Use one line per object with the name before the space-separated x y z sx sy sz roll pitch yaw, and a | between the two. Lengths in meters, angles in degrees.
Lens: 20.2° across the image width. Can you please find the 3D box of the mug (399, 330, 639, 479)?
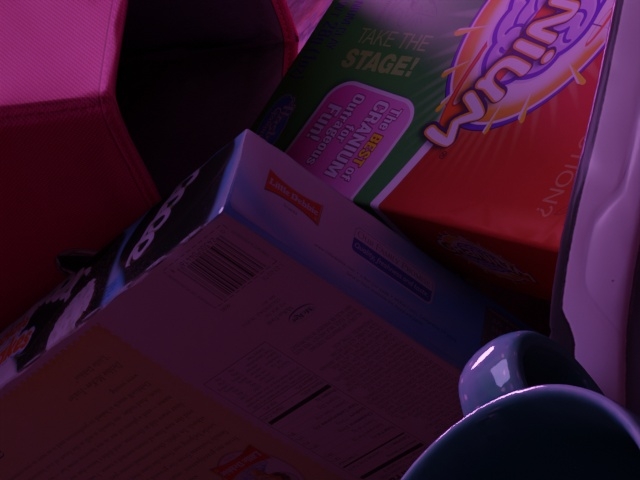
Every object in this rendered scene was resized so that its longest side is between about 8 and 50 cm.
mug | 0.084 0.107 0.510 0.129 0.097 0.158 -5 58 55

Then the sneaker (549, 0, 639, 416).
sneaker | 0.187 -0.016 0.580 0.178 0.124 0.295 11 93 33

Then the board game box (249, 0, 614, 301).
board game box | 0.118 -0.094 0.871 0.316 0.064 0.242 15 69 54

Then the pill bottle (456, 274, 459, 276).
pill bottle | 0.000 0.000 1.170 0.121 0.121 0.221 -53 13 -25

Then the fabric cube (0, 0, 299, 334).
fabric cube | -0.176 -0.085 1.007 0.258 0.254 0.259 -5 55 14

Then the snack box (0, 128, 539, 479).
snack box | -0.065 0.087 0.931 0.322 0.187 0.060 -36 29 41
